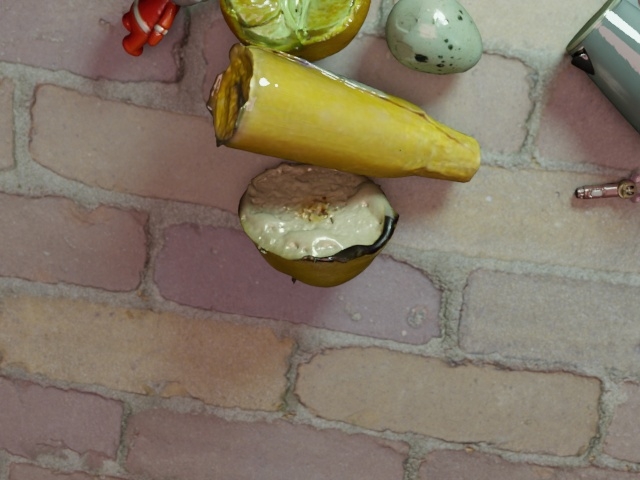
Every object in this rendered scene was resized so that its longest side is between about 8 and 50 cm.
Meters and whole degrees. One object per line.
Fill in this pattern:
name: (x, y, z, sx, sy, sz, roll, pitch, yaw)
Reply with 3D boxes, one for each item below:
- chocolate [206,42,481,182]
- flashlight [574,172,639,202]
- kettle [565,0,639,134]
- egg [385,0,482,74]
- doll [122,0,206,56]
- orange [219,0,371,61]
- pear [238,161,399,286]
chocolate: (0.053, -0.182, 1.395, 0.446, 0.162, 0.162, 11, 107, -25)
flashlight: (0.491, -0.084, 1.498, 0.110, 0.031, 0.052, -5, 105, 4)
kettle: (0.532, -0.288, 1.393, 0.243, 0.160, 0.210, 43, 85, -2)
egg: (0.182, -0.323, 1.398, 0.164, 0.131, 0.131, 29, 105, -9)
doll: (-0.230, -0.391, 1.385, 0.245, 0.142, 0.076, -33, 141, 30)
orange: (-0.037, -0.365, 1.373, 0.237, 0.158, 0.179, -1, 67, 6)
pear: (-0.002, -0.002, 1.482, 0.267, 0.266, 0.178, -1, 137, 3)
